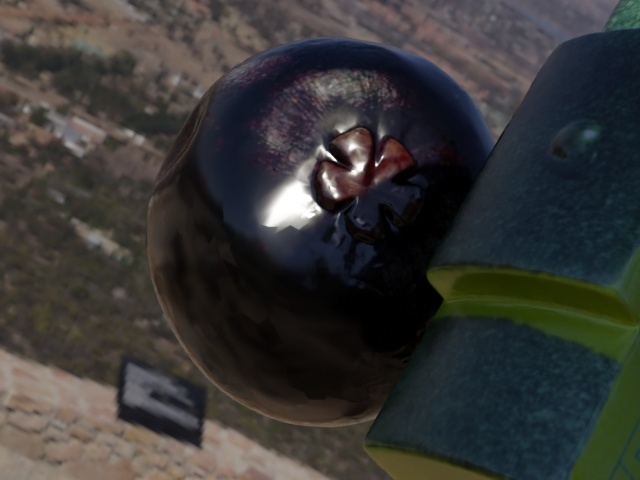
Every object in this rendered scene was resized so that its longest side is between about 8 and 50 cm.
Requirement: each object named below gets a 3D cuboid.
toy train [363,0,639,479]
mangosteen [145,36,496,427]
[{"bbox_3d":[0.203,0.032,0.762,0.179,0.442,0.272,6,-33,48],"label":"toy train"},{"bbox_3d":[0.000,0.000,0.959,0.275,0.275,0.302,27,-19,-8],"label":"mangosteen"}]
